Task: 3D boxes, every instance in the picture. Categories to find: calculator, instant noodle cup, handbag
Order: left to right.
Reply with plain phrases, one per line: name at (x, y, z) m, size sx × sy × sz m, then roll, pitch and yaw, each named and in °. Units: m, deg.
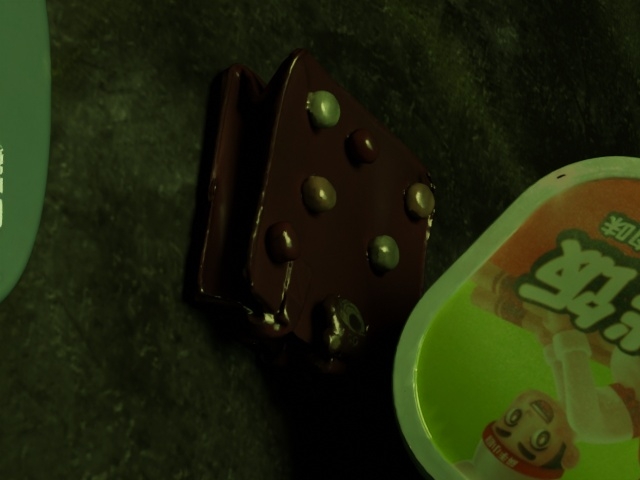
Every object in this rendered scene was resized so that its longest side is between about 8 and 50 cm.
calculator at (-0.210, -0.104, 0.958) m, size 0.188 × 0.042 × 0.302 m, roll 20°, pitch 63°, yaw -54°
handbag at (0.003, -0.001, 1.242) m, size 0.203 × 0.074 × 0.216 m, roll 42°, pitch 43°, yaw -43°
instant noodle cup at (0.209, 0.125, 1.272) m, size 0.308 × 0.294 × 0.294 m, roll 63°, pitch 21°, yaw -72°
